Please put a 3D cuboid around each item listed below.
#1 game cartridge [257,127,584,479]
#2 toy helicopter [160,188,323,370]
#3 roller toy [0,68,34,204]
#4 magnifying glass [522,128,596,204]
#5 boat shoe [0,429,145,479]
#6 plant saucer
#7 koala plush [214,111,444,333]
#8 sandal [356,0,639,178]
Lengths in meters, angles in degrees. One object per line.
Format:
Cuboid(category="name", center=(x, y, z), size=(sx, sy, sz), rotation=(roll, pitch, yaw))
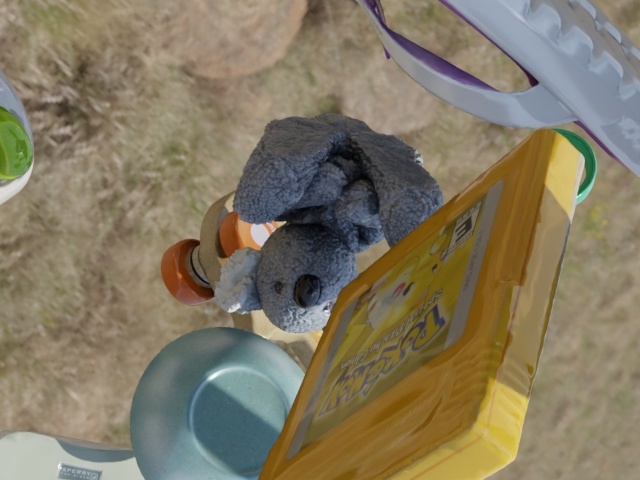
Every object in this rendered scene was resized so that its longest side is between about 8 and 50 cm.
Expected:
Cuboid(category="game cartridge", center=(0.063, 0.088, 0.860), size=(0.285, 0.053, 0.323), rotation=(-42, -167, 39))
Cuboid(category="toy helicopter", center=(-0.023, 0.090, 1.466), size=(0.140, 0.355, 0.235), rotation=(-28, -173, 35))
Cuboid(category="roller toy", center=(-0.395, -0.097, 1.127), size=(0.146, 0.191, 0.209), rotation=(-42, -176, -41))
Cuboid(category="magnifying glass", center=(0.224, -0.028, 1.234), size=(0.231, 0.092, 0.026), rotation=(-57, 162, -27))
Cuboid(category="boat shoe", center=(-0.225, 0.229, 1.120), size=(0.227, 0.081, 0.079), rotation=(23, 79, -27))
Cuboid(category="plant saucer", center=(-0.081, 0.172, 1.081), size=(0.195, 0.195, 0.037), rotation=(-40, -179, -30))
Cuboid(category="koala plush", center=(0.000, 0.000, 1.160), size=(0.203, 0.196, 0.221), rotation=(-92, -164, -65))
Cuboid(category="sandal", center=(0.081, -0.127, 0.659), size=(0.102, 0.416, 0.169), rotation=(-44, -156, 24))
